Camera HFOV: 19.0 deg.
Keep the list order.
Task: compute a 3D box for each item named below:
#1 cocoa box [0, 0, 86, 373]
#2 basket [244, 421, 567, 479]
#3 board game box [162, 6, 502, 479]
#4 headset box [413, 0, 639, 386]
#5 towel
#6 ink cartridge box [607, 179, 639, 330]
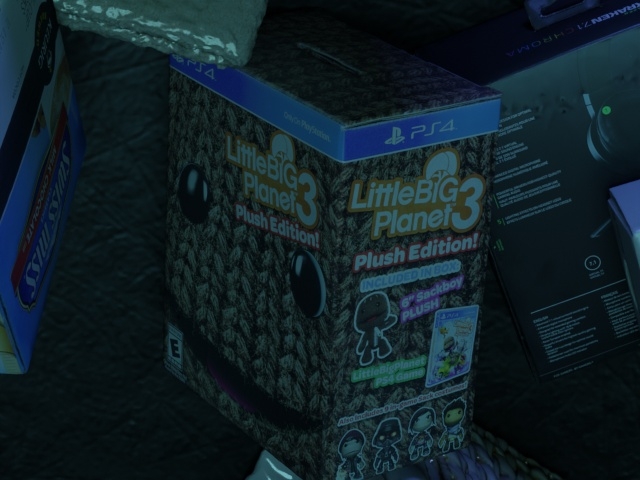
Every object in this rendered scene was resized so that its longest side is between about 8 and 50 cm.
[{"bbox_3d":[-0.360,-0.065,1.292,0.347,0.231,0.228,1,138,8],"label":"cocoa box"},{"bbox_3d":[0.061,0.328,1.569,0.266,0.328,0.331,28,108,-21],"label":"basket"},{"bbox_3d":[0.000,0.000,1.443,0.141,0.232,0.291,-13,118,-33],"label":"board game box"},{"bbox_3d":[0.231,-0.068,1.510,0.246,0.131,0.283,-22,114,5],"label":"headset box"},{"bbox_3d":[-0.163,-0.237,1.373,0.282,0.049,0.187,16,69,-3],"label":"towel"},{"bbox_3d":[0.336,0.012,1.433,0.208,0.087,0.153,-18,114,4],"label":"ink cartridge box"}]
